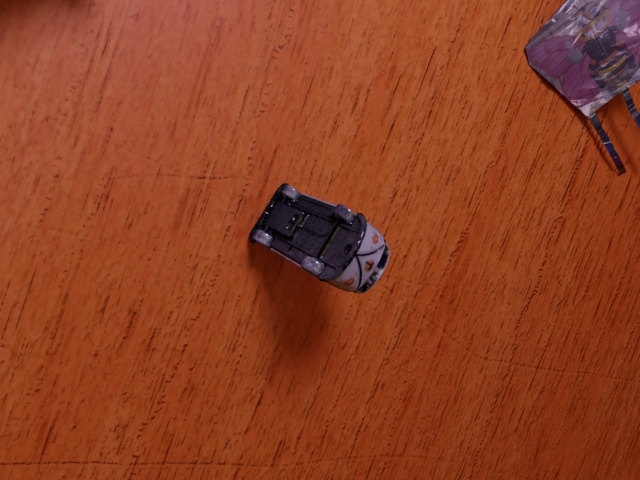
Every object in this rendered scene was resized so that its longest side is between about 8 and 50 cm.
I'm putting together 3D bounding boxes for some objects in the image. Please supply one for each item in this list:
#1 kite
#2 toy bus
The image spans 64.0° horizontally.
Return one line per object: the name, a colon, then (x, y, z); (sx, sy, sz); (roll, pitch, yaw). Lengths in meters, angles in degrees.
kite: (0.486, -0.255, 0.823); (0.204, 0.022, 0.360); (-38, 120, 19)
toy bus: (0.000, 0.000, 0.592); (0.089, 0.194, 0.087); (34, 84, -37)
